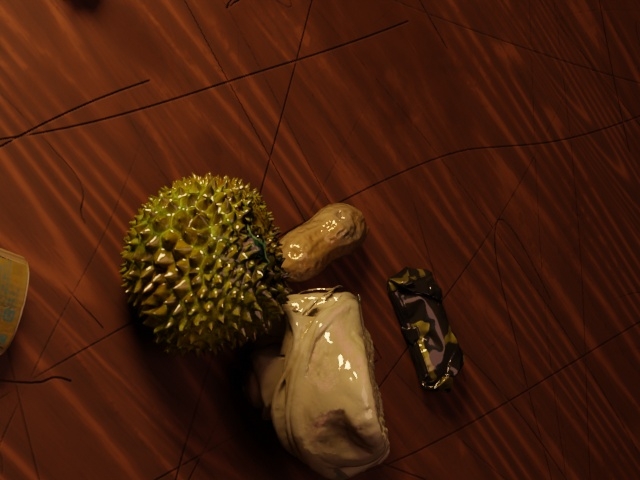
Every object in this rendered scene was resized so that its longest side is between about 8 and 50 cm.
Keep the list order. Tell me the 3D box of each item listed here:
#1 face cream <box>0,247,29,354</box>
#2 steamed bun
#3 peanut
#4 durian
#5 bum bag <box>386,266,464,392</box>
[{"bbox_3d":[-0.510,0.044,1.799,0.285,0.067,0.139,25,68,-40],"label":"face cream"},{"bbox_3d":[-0.014,0.226,2.147,0.268,0.207,0.280,67,10,-68],"label":"steamed bun"},{"bbox_3d":[0.000,0.000,2.278,0.214,0.099,0.099,-30,105,-35],"label":"peanut"},{"bbox_3d":[-0.158,0.028,2.026,0.291,0.224,0.291,14,70,-41],"label":"durian"},{"bbox_3d":[0.187,0.154,2.447,0.106,0.060,0.232,-25,100,-33],"label":"bum bag"}]
